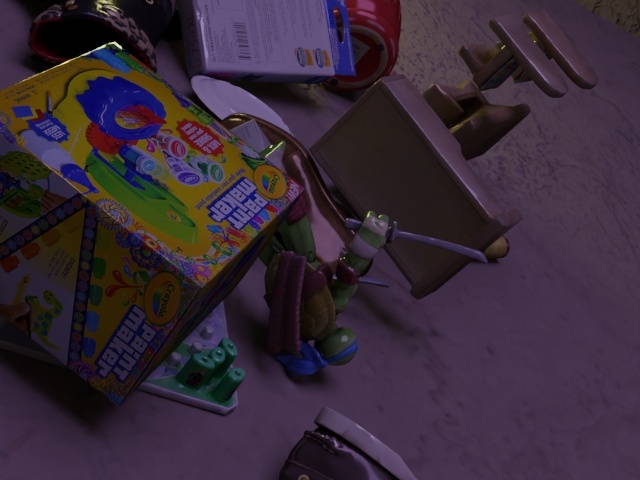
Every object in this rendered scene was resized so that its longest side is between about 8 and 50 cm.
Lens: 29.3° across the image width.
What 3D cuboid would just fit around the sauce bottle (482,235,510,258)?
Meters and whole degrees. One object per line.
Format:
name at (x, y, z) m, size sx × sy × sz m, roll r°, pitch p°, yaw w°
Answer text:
sauce bottle at (0.255, 0.008, 1.975) m, size 0.128 × 0.042 × 0.042 m, roll 4°, pitch 41°, yaw -47°

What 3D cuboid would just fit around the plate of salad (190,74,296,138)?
plate of salad at (-0.117, -0.183, 1.859) m, size 0.200 × 0.048 × 0.200 m, roll 33°, pitch 18°, yaw -12°

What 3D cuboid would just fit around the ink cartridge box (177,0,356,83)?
ink cartridge box at (-0.086, -0.353, 2.005) m, size 0.311 × 0.065 × 0.186 m, roll -4°, pitch 81°, yaw -36°

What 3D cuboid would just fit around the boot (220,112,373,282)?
boot at (-0.061, -0.059, 1.678) m, size 0.115 × 0.112 × 0.305 m, roll -21°, pitch 62°, yaw -45°

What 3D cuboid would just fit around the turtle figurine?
turtle figurine at (0.000, 0.000, 1.499) m, size 0.266 × 0.274 × 0.198 m, roll 55°, pitch -10°, yaw -10°

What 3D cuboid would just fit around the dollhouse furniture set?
dollhouse furniture set at (0.207, -0.108, 1.767) m, size 0.256 × 0.362 × 0.394 m, roll 54°, pitch 32°, yaw 10°

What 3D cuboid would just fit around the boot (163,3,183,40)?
boot at (-0.198, -0.386, 2.047) m, size 0.338 × 0.118 × 0.223 m, roll 28°, pitch 36°, yaw -4°

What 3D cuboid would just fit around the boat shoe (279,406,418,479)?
boat shoe at (0.104, 0.310, 1.291) m, size 0.324 × 0.097 × 0.116 m, roll 39°, pitch -13°, yaw -1°

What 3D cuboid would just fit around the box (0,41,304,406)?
box at (-0.214, -0.030, 1.275) m, size 0.279 × 0.177 × 0.290 m, roll 38°, pitch 28°, yaw 2°

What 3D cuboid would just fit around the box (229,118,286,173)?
box at (-0.095, -0.081, 1.599) m, size 0.101 × 0.087 × 0.102 m, roll 54°, pitch 15°, yaw -57°

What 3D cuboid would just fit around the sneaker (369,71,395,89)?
sneaker at (0.142, -0.229, 2.171) m, size 0.092 × 0.088 × 0.225 m, roll 31°, pitch 29°, yaw -16°

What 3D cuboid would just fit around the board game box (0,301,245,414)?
board game box at (-0.276, -0.003, 1.404) m, size 0.390 × 0.050 × 0.390 m, roll 21°, pitch 31°, yaw -25°

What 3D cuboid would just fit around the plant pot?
plant pot at (0.055, -0.373, 2.198) m, size 0.191 × 0.191 × 0.174 m, roll 23°, pitch 37°, yaw -22°

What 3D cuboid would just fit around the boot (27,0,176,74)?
boot at (-0.382, -0.361, 1.761) m, size 0.377 × 0.138 × 0.284 m, roll 29°, pitch 28°, yaw -23°
